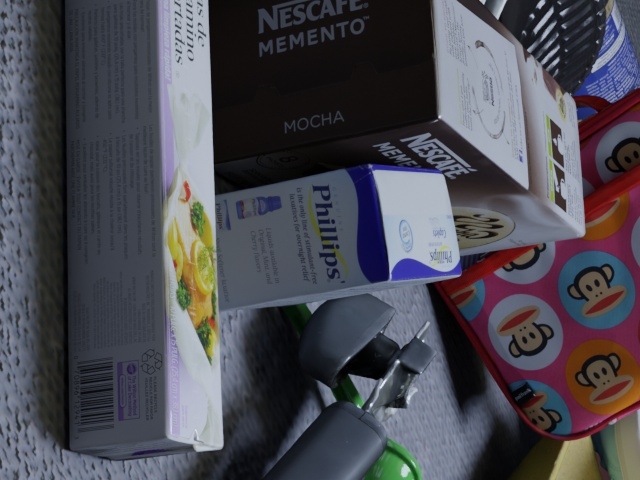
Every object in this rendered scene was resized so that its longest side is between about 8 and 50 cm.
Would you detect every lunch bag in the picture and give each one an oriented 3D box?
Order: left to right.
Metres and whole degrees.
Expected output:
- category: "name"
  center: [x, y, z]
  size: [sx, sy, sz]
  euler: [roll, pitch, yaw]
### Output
- category: "lunch bag"
  center: [0.242, -0.004, 1.392]
  size: [0.258, 0.293, 0.120]
  euler: [58, 24, 3]

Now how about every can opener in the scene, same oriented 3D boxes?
- category: "can opener"
  center: [-0.013, 0.125, 1.061]
  size: [0.283, 0.095, 0.076]
  euler: [-43, 164, -51]

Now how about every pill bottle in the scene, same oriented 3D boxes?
- category: "pill bottle"
  center: [0.261, -0.168, 1.719]
  size: [0.123, 0.123, 0.219]
  euler: [-76, 147, -42]

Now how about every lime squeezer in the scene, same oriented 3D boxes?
- category: "lime squeezer"
  center: [0.029, 0.191, 1.180]
  size: [0.110, 0.059, 0.310]
  euler: [-5, 86, -34]

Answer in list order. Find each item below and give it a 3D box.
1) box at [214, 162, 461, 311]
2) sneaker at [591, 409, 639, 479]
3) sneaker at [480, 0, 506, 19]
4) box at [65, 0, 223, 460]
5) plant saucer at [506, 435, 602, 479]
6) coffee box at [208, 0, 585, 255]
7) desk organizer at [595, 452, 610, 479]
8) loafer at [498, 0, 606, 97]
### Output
- category: "box"
  center: [0.000, 0.000, 1.055]
  size: [0.126, 0.137, 0.072]
  euler: [-2, 83, -66]
- category: "sneaker"
  center: [0.281, 0.147, 1.593]
  size: [0.135, 0.150, 0.366]
  euler: [11, 58, -32]
- category: "sneaker"
  center: [0.109, -0.221, 1.321]
  size: [0.080, 0.094, 0.212]
  euler: [33, 47, -62]
- category: "box"
  center: [-0.099, -0.042, 0.940]
  size: [0.063, 0.067, 0.324]
  euler: [27, 57, -62]
- category: "plant saucer"
  center: [0.189, 0.361, 1.421]
  size: [0.333, 0.081, 0.333]
  euler: [-50, 128, -60]
- category: "coffee box"
  center: [0.058, -0.080, 1.179]
  size: [0.297, 0.168, 0.119]
  euler: [30, 55, -61]
- category: "desk organizer"
  center: [0.307, 0.272, 1.750]
  size: [0.047, 0.050, 0.130]
  euler: [26, 58, -61]
- category: "loafer"
  center: [0.160, -0.240, 1.504]
  size: [0.134, 0.130, 0.366]
  euler: [-39, 144, -19]
